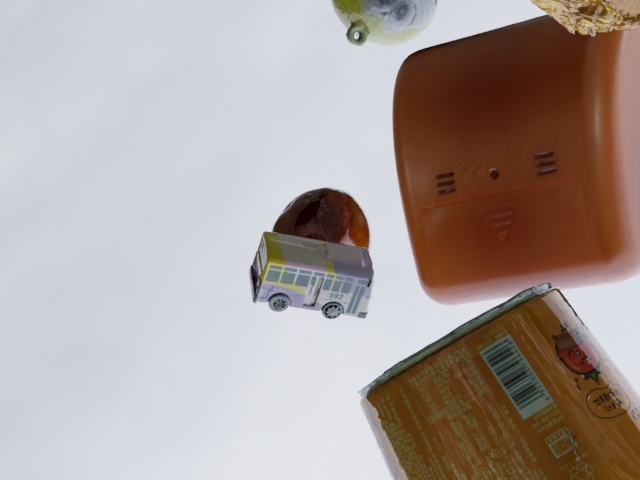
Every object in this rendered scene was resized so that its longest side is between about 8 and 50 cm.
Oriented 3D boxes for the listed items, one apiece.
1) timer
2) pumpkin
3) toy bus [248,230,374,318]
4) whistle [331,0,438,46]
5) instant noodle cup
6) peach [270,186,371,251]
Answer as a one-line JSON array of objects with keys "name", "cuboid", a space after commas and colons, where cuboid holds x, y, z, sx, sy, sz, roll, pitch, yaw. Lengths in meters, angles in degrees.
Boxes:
[{"name": "timer", "cuboid": [0.198, -0.079, 1.376, 0.257, 0.250, 0.161, -11, -176, 38]}, {"name": "pumpkin", "cuboid": [0.194, -0.190, 1.078, 0.074, 0.083, 0.054, 6, -106, 50]}, {"name": "toy bus", "cuboid": [-0.005, 0.028, 1.244, 0.052, 0.102, 0.058, -101, -155, -54]}, {"name": "whistle", "cuboid": [0.092, -0.298, 1.581, 0.123, 0.123, 0.223, 5, -123, 54]}, {"name": "instant noodle cup", "cuboid": [0.137, 0.142, 1.039, 0.216, 0.172, 0.216, -29, 172, -5]}, {"name": "peach", "cuboid": [-0.001, -0.001, 1.355, 0.101, 0.100, 0.100, -29, -152, 17]}]
